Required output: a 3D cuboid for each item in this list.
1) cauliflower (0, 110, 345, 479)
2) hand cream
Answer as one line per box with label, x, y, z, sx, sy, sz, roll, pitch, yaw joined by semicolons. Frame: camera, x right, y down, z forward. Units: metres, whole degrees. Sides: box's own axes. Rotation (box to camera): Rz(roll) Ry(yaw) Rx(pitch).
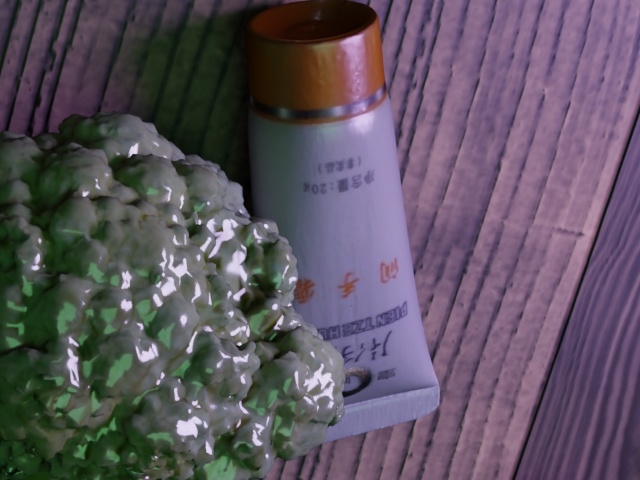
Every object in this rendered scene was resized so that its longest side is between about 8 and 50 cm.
cauliflower;-0.145;0.043;1.097;0.327;0.281;0.260;36;69;-2
hand cream;0.000;0.000;1.198;0.140;0.089;0.314;-15;120;-13
